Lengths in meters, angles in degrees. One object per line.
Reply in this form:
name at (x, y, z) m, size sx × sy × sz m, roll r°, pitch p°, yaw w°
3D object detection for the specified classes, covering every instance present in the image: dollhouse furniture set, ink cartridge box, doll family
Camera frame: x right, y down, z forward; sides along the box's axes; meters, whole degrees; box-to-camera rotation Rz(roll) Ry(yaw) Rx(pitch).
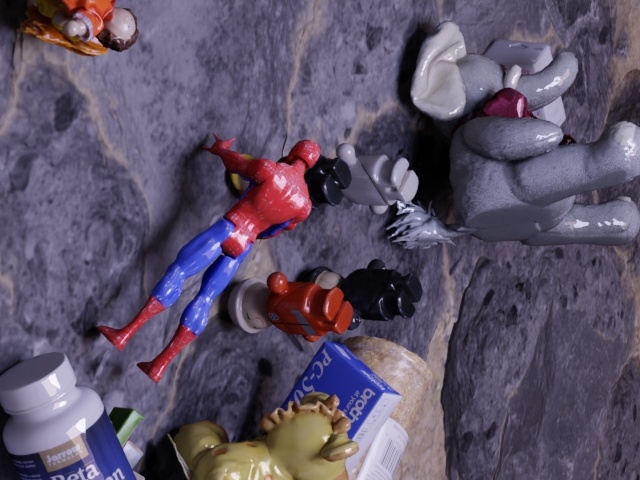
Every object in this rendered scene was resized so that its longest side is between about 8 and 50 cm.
dollhouse furniture set at (-0.161, 0.232, 1.420) m, size 0.152 × 0.076 × 0.059 m, roll 47°, pitch 61°, yaw -27°
ink cartridge box at (-0.010, 0.221, 1.567) m, size 0.207 × 0.097 × 0.046 m, roll -57°, pitch 147°, yaw 9°
ink cartridge box at (0.275, -0.207, 1.974) m, size 0.052 × 0.088 × 0.122 m, roll -48°, pitch 133°, yaw -36°
doll family at (-0.212, -0.256, 1.254) m, size 0.163 × 0.118 × 0.263 m, roll 50°, pitch 38°, yaw -40°

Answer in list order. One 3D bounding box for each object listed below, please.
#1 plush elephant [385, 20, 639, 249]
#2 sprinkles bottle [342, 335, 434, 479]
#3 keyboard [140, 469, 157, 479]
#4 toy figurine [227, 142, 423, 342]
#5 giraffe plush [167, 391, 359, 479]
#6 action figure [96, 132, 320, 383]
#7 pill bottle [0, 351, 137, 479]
plush elephant at (0.237, -0.133, 1.814) m, size 0.272 × 0.329 × 0.255 m, roll 52°, pitch 31°, yaw -63°
sprinkles bottle at (0.016, 0.288, 1.670) m, size 0.121 × 0.121 × 0.355 m, roll 53°, pitch 54°, yaw -47°
keyboard at (-0.159, 0.333, 1.497) m, size 0.100 × 0.038 × 0.192 m, roll -55°, pitch 137°, yaw -34°
toy figurine at (0.000, 0.000, 1.576) m, size 0.213 × 0.148 × 0.210 m, roll -10°, pitch 99°, yaw -52°
giraffe plush at (-0.045, 0.227, 1.462) m, size 0.170 × 0.181 × 0.210 m, roll -24°, pitch 143°, yaw -7°
action figure at (-0.112, -0.002, 1.446) m, size 0.280 × 0.139 × 0.091 m, roll -47°, pitch 120°, yaw -8°
pill bottle at (-0.228, 0.190, 1.303) m, size 0.094 × 0.094 × 0.169 m, roll -40°, pitch 116°, yaw -45°
